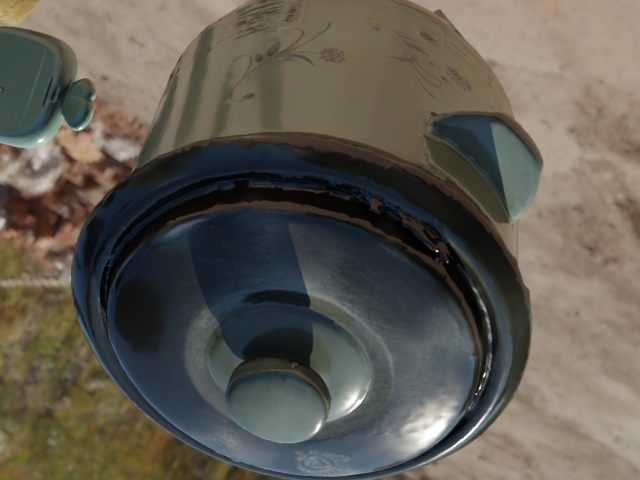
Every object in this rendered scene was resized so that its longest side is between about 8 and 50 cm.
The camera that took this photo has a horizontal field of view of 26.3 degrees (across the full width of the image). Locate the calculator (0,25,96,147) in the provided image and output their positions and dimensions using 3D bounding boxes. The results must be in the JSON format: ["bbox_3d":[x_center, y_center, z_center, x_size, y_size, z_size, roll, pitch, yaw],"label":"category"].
[{"bbox_3d":[-0.245,-0.124,1.103,0.153,0.095,0.021,16,176,27],"label":"calculator"}]

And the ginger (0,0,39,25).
[{"bbox_3d":[-0.351,-0.270,1.416,0.095,0.069,0.190,52,-163,13],"label":"ginger"}]

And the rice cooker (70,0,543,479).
[{"bbox_3d":[0.000,0.000,0.842,0.316,0.317,0.264,5,140,54],"label":"rice cooker"}]
